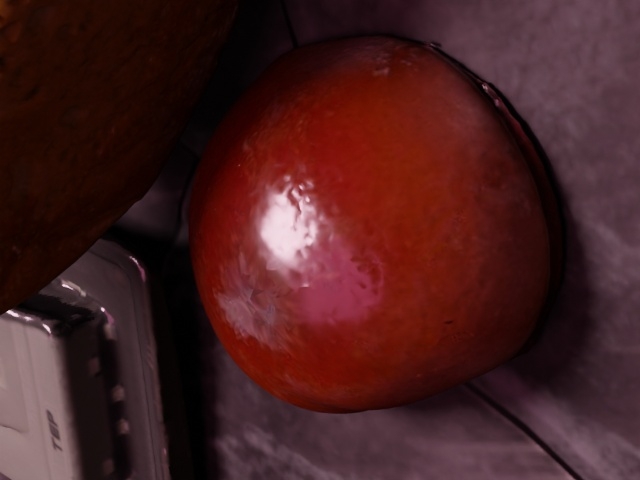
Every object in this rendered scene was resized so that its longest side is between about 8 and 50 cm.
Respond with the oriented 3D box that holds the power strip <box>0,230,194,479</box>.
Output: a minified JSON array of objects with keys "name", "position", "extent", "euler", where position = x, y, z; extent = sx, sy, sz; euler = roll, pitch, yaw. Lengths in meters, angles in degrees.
[{"name":"power strip","position":[-0.193,0.090,1.075],"extent":[0.251,0.092,0.257],"euler":[18,125,34]}]

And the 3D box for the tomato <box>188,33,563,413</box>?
[{"name":"tomato","position":[0.000,0.000,0.832],"extent":[0.228,0.112,0.199],"euler":[-33,83,45]}]

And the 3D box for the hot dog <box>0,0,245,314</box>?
[{"name":"hot dog","position":[-0.139,-0.150,0.810],"extent":[0.185,0.223,0.405],"euler":[40,123,21]}]
